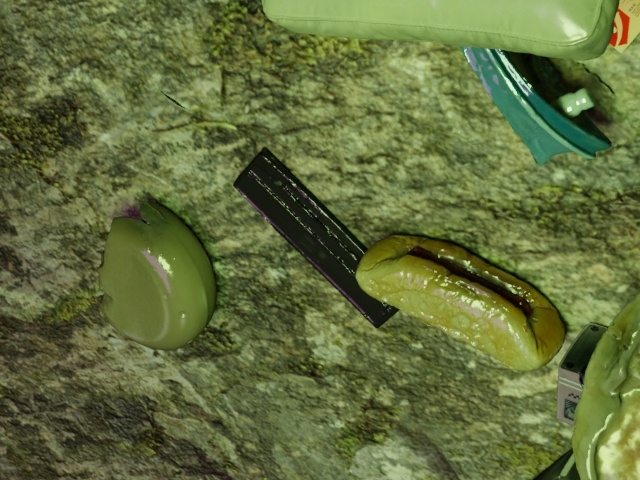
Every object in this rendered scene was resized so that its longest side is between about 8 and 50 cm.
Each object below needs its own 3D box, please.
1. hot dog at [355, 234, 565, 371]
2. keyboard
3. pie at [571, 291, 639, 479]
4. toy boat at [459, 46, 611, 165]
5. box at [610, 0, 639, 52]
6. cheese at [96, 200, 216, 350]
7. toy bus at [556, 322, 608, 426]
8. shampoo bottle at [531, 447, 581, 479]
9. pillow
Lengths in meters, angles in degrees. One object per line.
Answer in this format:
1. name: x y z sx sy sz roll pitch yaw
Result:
1. hot dog: 0.154 0.056 1.394 0.242 0.084 0.073 28 131 19
2. keyboard: 0.000 0.000 1.520 0.250 0.017 0.087 44 137 0
3. pie: 0.407 0.169 1.190 0.337 0.075 0.337 0 94 4
4. toy boat: 0.190 -0.176 1.176 0.098 0.109 0.238 -30 96 22
5. box: 0.273 -0.217 1.134 0.058 0.015 0.093 42 138 6
6. cheese: -0.216 0.044 1.673 0.175 0.091 0.202 24 132 23
7. toy bus: 0.347 0.168 1.317 0.199 0.096 0.108 20 132 26
8. shampoo bottle: 0.265 0.335 1.526 0.079 0.080 0.246 42 138 6
9. pillow: 0.113 -0.283 1.068 0.322 0.255 0.120 13 174 30
